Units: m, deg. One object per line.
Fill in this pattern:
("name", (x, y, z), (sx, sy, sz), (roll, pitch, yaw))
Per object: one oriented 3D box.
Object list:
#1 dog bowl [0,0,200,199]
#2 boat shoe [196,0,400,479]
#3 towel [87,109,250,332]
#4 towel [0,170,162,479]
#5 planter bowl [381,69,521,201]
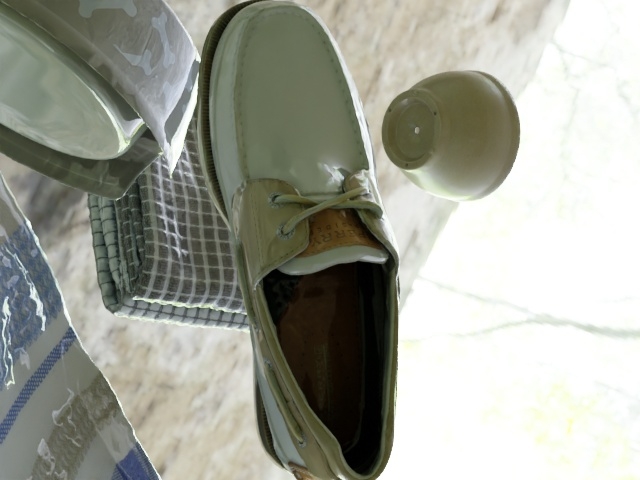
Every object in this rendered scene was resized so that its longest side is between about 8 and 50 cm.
("dog bowl", (-0.256, -0.172, 1.056), (0.102, 0.349, 0.349), (-61, -20, -20))
("boat shoe", (0.000, 0.000, 0.735), (0.103, 0.113, 0.302), (-179, 78, -71))
("towel", (-0.148, -0.040, 1.467), (0.235, 0.283, 0.121), (8, -28, -37))
("towel", (-0.151, 0.083, 0.565), (0.209, 0.034, 0.285), (-76, -31, -62))
("planter bowl", (0.142, -0.128, 1.469), (0.109, 0.162, 0.162), (0, -66, -43))
